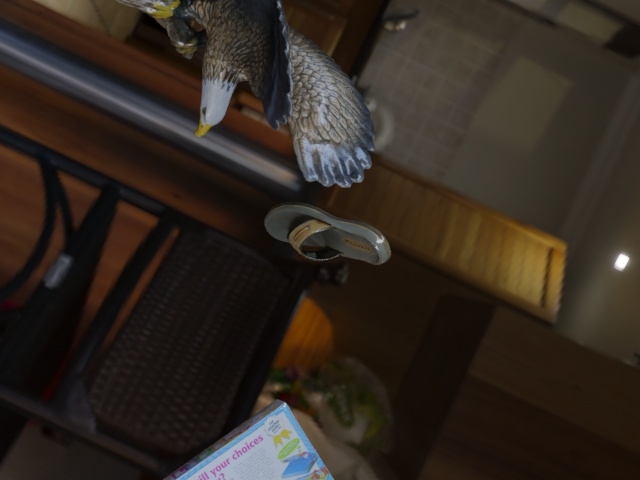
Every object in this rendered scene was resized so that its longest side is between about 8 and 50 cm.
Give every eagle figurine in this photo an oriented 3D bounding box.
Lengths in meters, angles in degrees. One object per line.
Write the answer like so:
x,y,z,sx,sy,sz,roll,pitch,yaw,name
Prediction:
-0.070,-0.203,1.178,0.226,0.298,0.225,-28,134,-43,eagle figurine

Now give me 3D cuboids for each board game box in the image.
-0.065,0.208,0.814,0.154,0.103,0.026,-33,-172,-16,board game box

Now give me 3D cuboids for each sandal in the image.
0.000,0.000,1.282,0.049,0.180,0.072,-54,143,-28,sandal
